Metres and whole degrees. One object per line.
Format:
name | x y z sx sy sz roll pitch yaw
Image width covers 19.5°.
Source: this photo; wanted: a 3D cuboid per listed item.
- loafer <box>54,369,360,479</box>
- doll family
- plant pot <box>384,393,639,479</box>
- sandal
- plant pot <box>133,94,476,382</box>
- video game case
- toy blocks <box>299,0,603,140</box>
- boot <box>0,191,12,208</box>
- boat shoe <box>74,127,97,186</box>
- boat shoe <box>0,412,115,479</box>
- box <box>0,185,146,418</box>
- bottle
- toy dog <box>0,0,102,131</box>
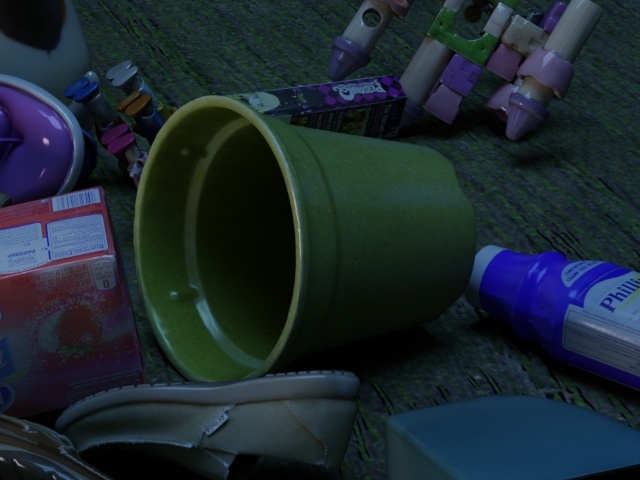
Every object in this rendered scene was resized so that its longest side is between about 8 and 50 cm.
loafer | -0.096 0.164 1.574 0.269 0.092 0.102 -8 -8 14
doll family | -0.175 -0.106 2.095 0.118 0.163 0.263 -36 32 -2
plant pot | 0.146 0.210 1.415 0.166 0.165 0.234 -9 18 -21
sandal | -0.450 -0.116 2.054 0.416 0.169 0.102 15 12 26
plant pot | 0.000 0.000 1.782 0.254 0.276 0.276 -2 22 -38
video game case | -0.033 -0.064 1.916 0.210 0.232 0.042 -9 50 -20
toy blocks | 0.160 -0.230 2.349 0.289 0.260 0.309 30 -1 -4
boot | -0.437 0.009 1.895 0.207 0.090 0.248 7 29 8
boat shoe | -0.390 -0.110 2.143 0.258 0.109 0.089 0 28 3
boat shoe | -0.244 0.189 1.483 0.324 0.122 0.120 17 25 29
box | -0.317 0.073 1.647 0.300 0.142 0.154 -13 26 -6
bottle | 0.271 0.074 1.787 0.283 0.092 0.118 21 32 36
toy dog | -0.423 -0.326 2.247 0.285 0.407 0.395 -15 29 -31
